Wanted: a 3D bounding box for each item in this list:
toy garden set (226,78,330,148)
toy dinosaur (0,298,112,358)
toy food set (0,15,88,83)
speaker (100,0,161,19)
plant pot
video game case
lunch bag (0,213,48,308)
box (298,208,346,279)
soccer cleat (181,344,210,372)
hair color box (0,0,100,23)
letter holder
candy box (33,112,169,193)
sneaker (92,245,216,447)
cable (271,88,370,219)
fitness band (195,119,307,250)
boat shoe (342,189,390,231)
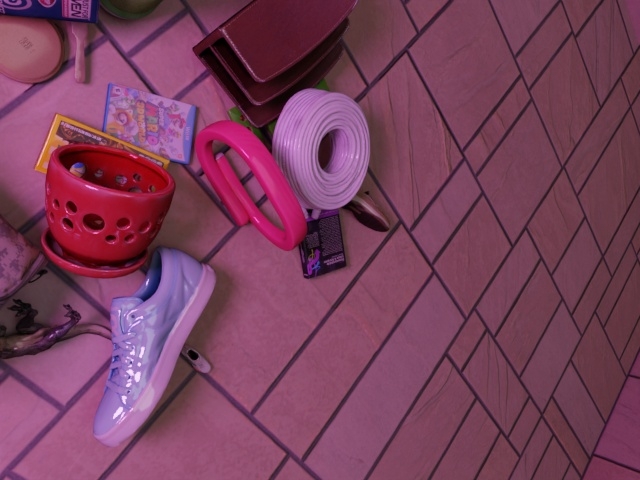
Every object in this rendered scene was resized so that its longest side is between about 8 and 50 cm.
[{"bbox_3d":[-0.104,-0.321,1.136,0.244,0.049,0.203,-33,108,-25],"label":"toy garden set"},{"bbox_3d":[-0.463,0.153,0.878,0.268,0.064,0.118,-6,137,-40],"label":"toy dinosaur"},{"bbox_3d":[-0.488,-0.326,0.862,0.192,0.039,0.132,-3,102,-42],"label":"toy food set"},{"bbox_3d":[-0.279,-0.450,0.841,0.131,0.297,0.131,-3,95,-36],"label":"speaker"},{"bbox_3d":[-0.353,-0.045,0.867,0.191,0.191,0.174,2,120,-37],"label":"plant pot"},{"bbox_3d":[-0.324,-0.219,0.999,0.166,0.015,0.119,8,88,-37],"label":"video game case"},{"bbox_3d":[-0.572,0.011,0.721,0.305,0.213,0.256,55,46,-26],"label":"lunch bag"},{"bbox_3d":[0.000,0.000,1.247,0.116,0.029,0.162,-15,101,-34],"label":"box"},{"bbox_3d":[-0.252,0.244,1.070,0.029,0.036,0.083,-49,119,-24],"label":"soccer cleat"},{"bbox_3d":[-0.506,-0.426,0.742,0.348,0.105,0.173,-4,85,-25],"label":"hair color box"},{"bbox_3d":[-0.057,-0.392,1.046,0.302,0.152,0.214,-47,115,-21],"label":"letter holder"},{"bbox_3d":[-0.386,-0.136,0.941,0.206,0.027,0.105,21,95,-36],"label":"candy box"},{"bbox_3d":[-0.336,0.174,0.952,0.150,0.135,0.365,38,60,-31],"label":"sneaker"},{"bbox_3d":[0.005,-0.192,1.127,0.257,0.089,0.257,-59,138,-15],"label":"cable"},{"bbox_3d":[-0.133,-0.101,1.028,0.054,0.209,0.290,-44,117,-28],"label":"fitness band"},{"bbox_3d":[0.111,-0.092,1.304,0.190,0.068,0.072,37,60,-32],"label":"boat shoe"}]
